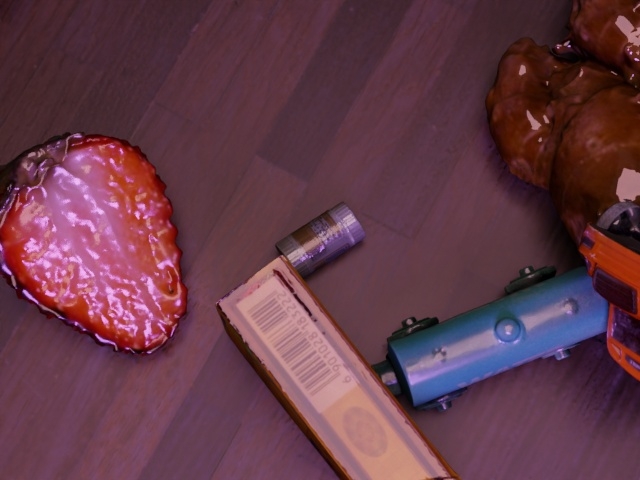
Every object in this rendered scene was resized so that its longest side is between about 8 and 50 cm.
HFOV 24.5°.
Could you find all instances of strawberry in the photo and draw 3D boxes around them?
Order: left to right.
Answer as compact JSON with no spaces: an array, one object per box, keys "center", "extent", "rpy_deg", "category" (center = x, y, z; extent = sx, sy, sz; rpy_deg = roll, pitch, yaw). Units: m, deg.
[{"center":[-0.234,0.008,1.487],"extent":[0.190,0.111,0.236],"rpy_deg":[-36,104,-17],"category":"strawberry"}]

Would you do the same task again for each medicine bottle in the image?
[{"center":[0.000,0.000,1.508],"extent":[0.083,0.047,0.047],"rpy_deg":[-33,80,-6],"category":"medicine bottle"}]

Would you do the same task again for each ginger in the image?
[{"center":[0.332,-0.152,1.482],"extent":[0.357,0.152,0.274],"rpy_deg":[-47,56,2],"category":"ginger"}]

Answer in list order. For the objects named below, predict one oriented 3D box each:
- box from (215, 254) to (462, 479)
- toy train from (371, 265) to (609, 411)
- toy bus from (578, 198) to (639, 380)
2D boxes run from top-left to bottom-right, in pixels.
[{"center":[0.026,0.167,1.398],"extent":[0.084,0.193,0.301],"rpy_deg":[-37,81,-7],"category":"box"},{"center":[0.169,0.092,1.435],"extent":[0.248,0.159,0.101],"rpy_deg":[-22,84,-6],"category":"toy train"},{"center":[0.379,0.067,1.364],"extent":[0.329,0.143,0.153],"rpy_deg":[8,108,-35],"category":"toy bus"}]
